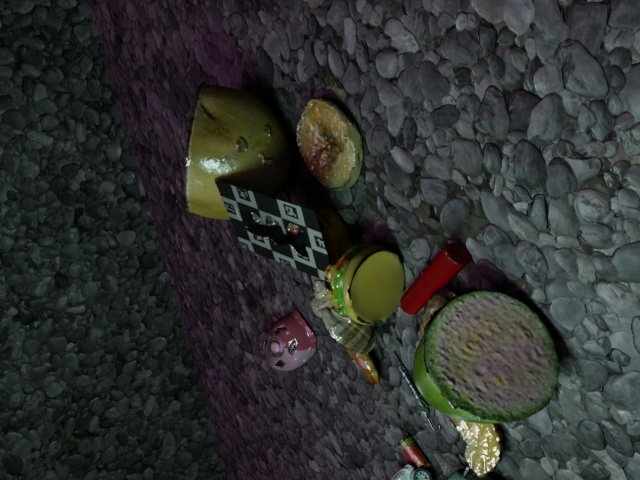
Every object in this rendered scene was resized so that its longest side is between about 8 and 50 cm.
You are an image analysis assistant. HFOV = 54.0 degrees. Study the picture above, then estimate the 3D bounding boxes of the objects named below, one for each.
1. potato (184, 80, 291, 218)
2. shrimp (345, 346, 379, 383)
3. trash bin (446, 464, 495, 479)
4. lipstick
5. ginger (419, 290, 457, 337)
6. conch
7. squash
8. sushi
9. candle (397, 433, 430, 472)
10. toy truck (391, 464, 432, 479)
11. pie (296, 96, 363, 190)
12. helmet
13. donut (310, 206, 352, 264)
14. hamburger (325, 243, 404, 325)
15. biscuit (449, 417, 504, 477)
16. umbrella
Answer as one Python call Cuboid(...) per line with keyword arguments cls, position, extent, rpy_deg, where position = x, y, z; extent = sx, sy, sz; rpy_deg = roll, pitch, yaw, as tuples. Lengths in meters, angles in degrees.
Cuboid(cls="potato", position=(-0.254, -0.264, 2.010), extent=(0.442, 0.319, 0.386), rpy_deg=(111, 168, -59))
Cuboid(cls="shrimp", position=(0.119, 0.358, 2.039), extent=(0.249, 0.068, 0.150), rpy_deg=(60, 167, 12))
Cuboid(cls="trash bin", position=(0.459, 0.764, 1.672), extent=(0.262, 0.217, 0.278), rpy_deg=(21, 109, 48))
Cuboid(cls="lipstick", position=(0.290, 0.104, 1.631), extent=(0.073, 0.073, 0.280), rpy_deg=(55, 145, 18))
Cuboid(cls="ginger", position=(0.305, 0.207, 1.647), extent=(0.080, 0.104, 0.204), rpy_deg=(33, 154, 20))
Cuboid(cls="conch", position=(0.092, 0.214, 1.915), extent=(0.291, 0.159, 0.210), rpy_deg=(37, -172, -20))
Cuboid(cls="squash", position=(0.365, 0.315, 1.496), extent=(0.310, 0.310, 0.309), rpy_deg=(51, 160, 22))
Cuboid(cls="sushi", position=(-0.105, -0.056, 1.845), extent=(0.372, 0.100, 0.296), rpy_deg=(19, 143, 32))
Cuboid(cls="candle", position=(0.303, 0.686, 2.006), extent=(0.131, 0.052, 0.052), rpy_deg=(52, 145, 21))
Cuboid(cls="toy truck", position=(0.335, 0.898, 1.918), extent=(0.387, 0.206, 0.173), rpy_deg=(45, 144, 18))
Cuboid(cls="pie", position=(0.022, -0.273, 1.793), extent=(0.274, 0.055, 0.274), rpy_deg=(33, 135, 40))
Cuboid(cls="helmet", position=(-0.134, 0.396, 2.373), extent=(0.198, 0.154, 0.253), rpy_deg=(52, 150, 23))
Cuboid(cls="donut", position=(0.000, 0.002, 1.948), extent=(0.226, 0.113, 0.227), rpy_deg=(33, 135, 41))
Cuboid(cls="hamburger", position=(0.119, 0.114, 1.758), extent=(0.148, 0.237, 0.237), rpy_deg=(14, 122, 51))
Cuboid(cls="biscuit", position=(0.431, 0.532, 1.682), extent=(0.118, 0.061, 0.183), rpy_deg=(-26, 68, 21))
Cuboid(cls="umbrella", position=(0.280, 0.464, 1.908), extent=(0.044, 0.044, 0.269), rpy_deg=(-38, 75, 29))
